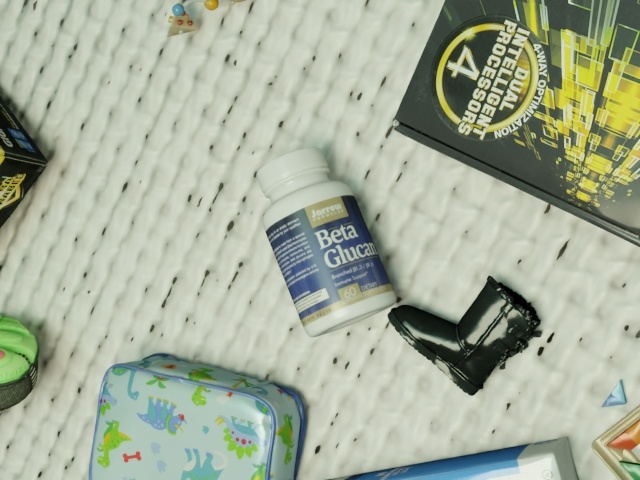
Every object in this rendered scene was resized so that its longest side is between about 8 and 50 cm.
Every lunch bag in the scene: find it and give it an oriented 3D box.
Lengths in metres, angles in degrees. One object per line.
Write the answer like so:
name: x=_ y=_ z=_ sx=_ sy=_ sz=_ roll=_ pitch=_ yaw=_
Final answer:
lunch bag: x=-0.131 y=0.220 z=0.955 sx=0.219 sy=0.090 sz=0.176 roll=8 pitch=93 yaw=23

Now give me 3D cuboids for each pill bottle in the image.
pill bottle: x=0.000 y=0.000 z=0.891 sx=0.094 sy=0.094 sz=0.169 roll=-26 pitch=81 yaw=22

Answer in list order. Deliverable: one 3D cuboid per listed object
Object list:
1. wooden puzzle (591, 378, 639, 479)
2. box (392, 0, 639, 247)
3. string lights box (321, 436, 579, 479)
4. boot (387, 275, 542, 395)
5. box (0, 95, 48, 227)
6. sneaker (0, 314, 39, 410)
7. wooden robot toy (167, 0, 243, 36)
wooden puzzle: x=0.288 y=0.186 z=0.811 sx=0.116 sy=0.014 sz=0.078 roll=44 pitch=106 yaw=18
box: x=0.273 y=-0.202 z=0.708 sx=0.318 sy=0.097 sz=0.395 roll=30 pitch=105 yaw=25
string lights box: x=0.113 y=0.275 z=0.855 sx=0.260 sy=0.077 sz=0.133 roll=-16 pitch=84 yaw=23
boot: x=0.136 y=0.075 z=0.860 sx=0.121 sy=0.045 sz=0.099 roll=41 pitch=108 yaw=10
box: x=-0.490 y=-0.105 z=1.092 sx=0.257 sy=0.079 sz=0.322 roll=-47 pitch=64 yaw=15
sneaker: x=-0.498 y=0.232 z=1.095 sx=0.483 sy=0.185 sz=0.202 roll=-26 pitch=99 yaw=25
wooden robot toy: x=-0.100 y=-0.282 z=0.961 sx=0.079 sy=0.076 sz=0.173 roll=19 pitch=100 yaw=-13
